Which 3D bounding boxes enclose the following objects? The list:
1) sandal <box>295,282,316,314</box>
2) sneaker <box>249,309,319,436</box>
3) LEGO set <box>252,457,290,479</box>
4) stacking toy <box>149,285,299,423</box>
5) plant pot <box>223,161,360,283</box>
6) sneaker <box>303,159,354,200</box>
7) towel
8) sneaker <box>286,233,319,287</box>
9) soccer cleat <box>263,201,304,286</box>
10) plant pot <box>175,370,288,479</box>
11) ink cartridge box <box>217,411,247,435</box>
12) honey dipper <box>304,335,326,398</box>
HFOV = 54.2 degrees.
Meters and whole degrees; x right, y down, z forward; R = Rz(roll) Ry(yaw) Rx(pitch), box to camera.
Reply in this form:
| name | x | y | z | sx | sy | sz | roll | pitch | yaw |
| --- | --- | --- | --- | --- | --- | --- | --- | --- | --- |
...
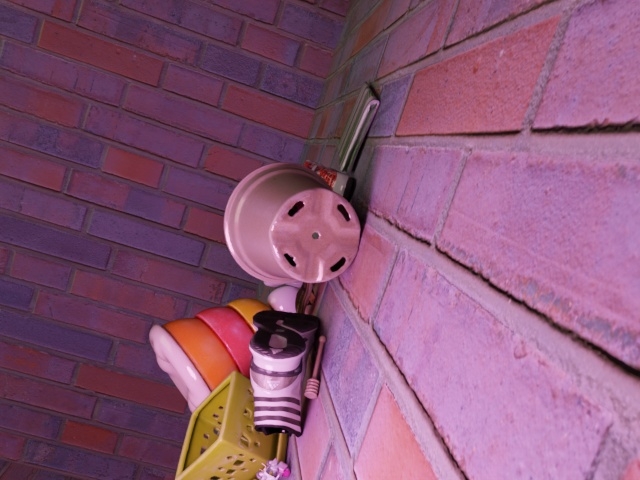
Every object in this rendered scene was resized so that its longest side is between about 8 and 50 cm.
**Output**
| name | x | y | z | sx | sy | sz | roll | pitch | yaw |
| --- | --- | --- | --- | --- | --- | --- | --- | --- | --- |
| sandal | -0.033 | 0.152 | 1.820 | 0.072 | 0.048 | 0.180 | -116 | 39 | -58 |
| sneaker | -0.106 | 0.331 | 1.557 | 0.447 | 0.168 | 0.258 | -56 | -28 | -82 |
| LEGO set | -0.140 | 0.659 | 1.468 | 0.132 | 0.107 | 0.287 | -25 | -41 | -52 |
| stacking toy | -0.240 | 0.290 | 1.900 | 0.479 | 0.351 | 0.350 | -34 | -6 | -22 |
| plant pot | -0.056 | -0.028 | 1.576 | 0.305 | 0.333 | 0.334 | -157 | 85 | -70 |
| sneaker | 0.011 | -0.177 | 1.875 | 0.270 | 0.144 | 0.090 | -113 | 41 | -76 |
| towel | 0.114 | -0.358 | 1.960 | 0.325 | 0.038 | 0.248 | -91 | 21 | -69 |
| sneaker | -0.039 | 0.044 | 1.915 | 0.256 | 0.094 | 0.151 | -43 | 35 | 53 |
| soccer cleat | -0.118 | -0.015 | 1.864 | 0.143 | 0.115 | 0.332 | -45 | 31 | 52 |
| plant pot | -0.210 | 0.513 | 1.595 | 0.228 | 0.207 | 0.227 | -45 | 23 | 28 |
| ink cartridge box | -0.278 | 0.662 | 2.078 | 0.185 | 0.065 | 0.311 | -29 | 43 | 41 |
| honey dipper | -0.009 | 0.294 | 1.474 | 0.030 | 0.030 | 0.161 | 117 | 169 | -48 |
